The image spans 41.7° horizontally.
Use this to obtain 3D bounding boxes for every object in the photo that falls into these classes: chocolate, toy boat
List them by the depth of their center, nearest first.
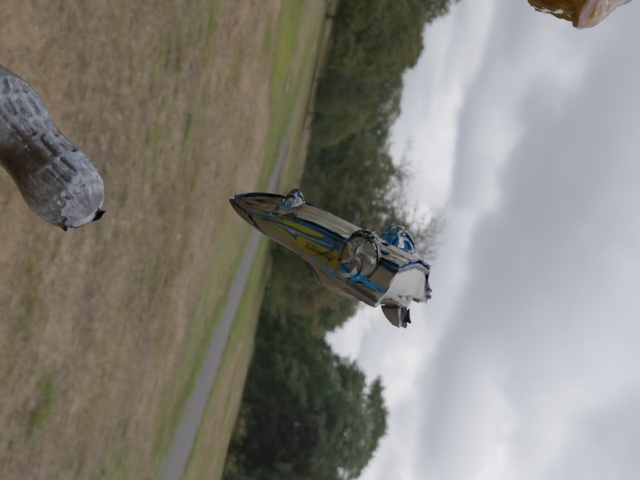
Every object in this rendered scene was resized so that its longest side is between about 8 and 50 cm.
[{"bbox_3d":[0.000,0.000,0.695,0.084,0.210,0.066,-1,113,-53],"label":"toy boat"},{"bbox_3d":[-0.364,-0.117,1.042,0.110,0.248,0.110,-43,178,-1],"label":"chocolate"}]

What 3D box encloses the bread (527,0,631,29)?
[{"bbox_3d":[0.192,-0.277,0.556,0.077,0.139,0.271,44,-21,36],"label":"bread"}]
